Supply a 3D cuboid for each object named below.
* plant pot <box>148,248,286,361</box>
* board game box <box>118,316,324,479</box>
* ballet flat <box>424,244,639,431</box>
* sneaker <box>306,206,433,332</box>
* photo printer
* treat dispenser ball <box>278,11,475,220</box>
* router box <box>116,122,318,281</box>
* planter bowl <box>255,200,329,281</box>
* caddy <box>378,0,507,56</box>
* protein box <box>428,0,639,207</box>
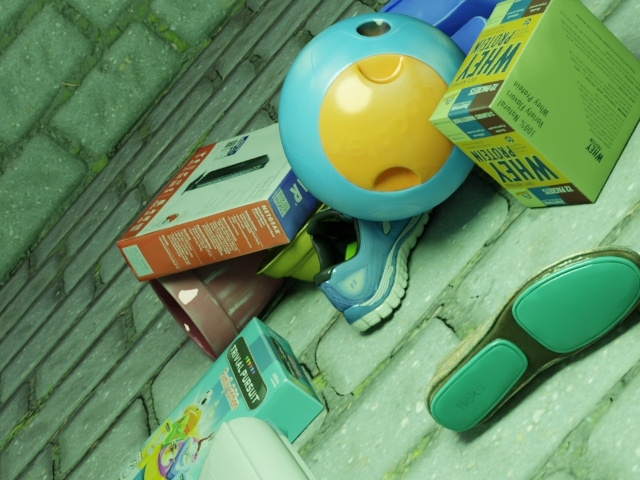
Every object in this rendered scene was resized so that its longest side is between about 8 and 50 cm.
[{"bbox_3d":[-0.166,0.077,2.213,0.180,0.201,0.201,-38,19,-13],"label":"plant pot"},{"bbox_3d":[-0.159,0.301,1.959,0.336,0.079,0.254,-49,21,4],"label":"board game box"},{"bbox_3d":[0.237,0.094,1.483,0.316,0.107,0.106,-40,10,25],"label":"ballet flat"},{"bbox_3d":[0.069,-0.026,1.945,0.130,0.147,0.330,-34,26,37],"label":"sneaker"},{"bbox_3d":[-0.081,0.379,1.553,0.307,0.107,0.256,-143,71,-69],"label":"photo printer"},{"bbox_3d":[0.085,-0.171,1.812,0.288,0.288,0.288,-42,23,22],"label":"treat dispenser ball"},{"bbox_3d":[-0.130,-0.081,2.147,0.301,0.082,0.335,-15,24,30],"label":"router box"},{"bbox_3d":[0.000,0.000,2.090,0.217,0.090,0.217,-48,7,8],"label":"planter bowl"},{"bbox_3d":[0.214,-0.281,2.038,0.341,0.179,0.241,-30,51,41],"label":"caddy"},{"bbox_3d":[0.288,-0.180,1.683,0.201,0.200,0.136,-59,23,-18],"label":"protein box"}]
